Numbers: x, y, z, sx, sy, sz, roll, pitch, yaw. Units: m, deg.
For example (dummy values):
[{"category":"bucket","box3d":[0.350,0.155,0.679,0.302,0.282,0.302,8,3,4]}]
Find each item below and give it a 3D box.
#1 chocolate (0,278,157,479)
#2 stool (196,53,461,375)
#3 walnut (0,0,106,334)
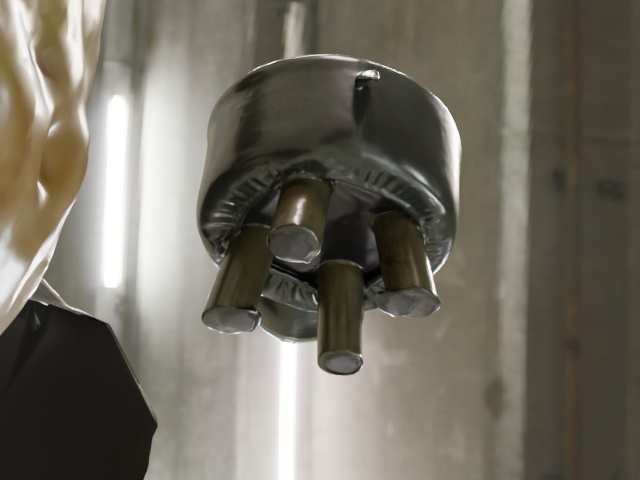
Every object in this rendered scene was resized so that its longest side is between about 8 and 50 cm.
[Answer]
[{"category":"chocolate","box3d":[-0.342,0.098,0.811,0.331,0.383,0.384,34,-62,34]},{"category":"stool","box3d":[0.009,0.001,0.854,0.228,0.153,0.139,72,18,-50]},{"category":"walnut","box3d":[-0.212,-0.111,0.432,0.306,0.306,0.344,63,0,44]}]
